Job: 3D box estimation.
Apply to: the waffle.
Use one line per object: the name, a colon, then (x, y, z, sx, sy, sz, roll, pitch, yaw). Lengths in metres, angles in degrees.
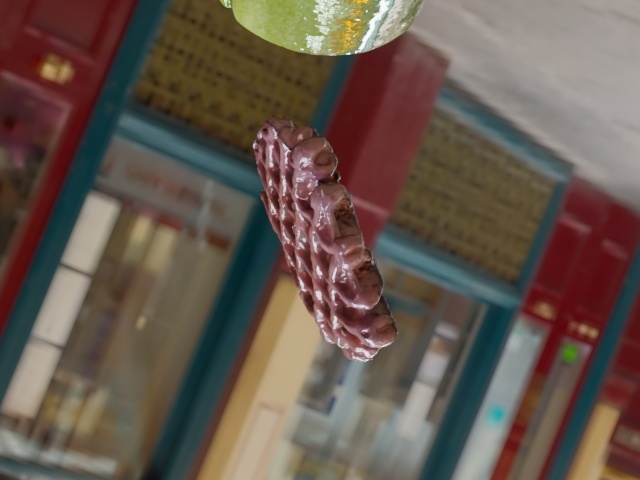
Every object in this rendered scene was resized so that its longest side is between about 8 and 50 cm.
waffle: (0.000, 0.000, 1.565, 0.055, 0.234, 0.221, -23, -168, -11)

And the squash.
squash: (0.027, -0.332, 1.686, 0.234, 0.210, 0.309, -16, 155, -16)
